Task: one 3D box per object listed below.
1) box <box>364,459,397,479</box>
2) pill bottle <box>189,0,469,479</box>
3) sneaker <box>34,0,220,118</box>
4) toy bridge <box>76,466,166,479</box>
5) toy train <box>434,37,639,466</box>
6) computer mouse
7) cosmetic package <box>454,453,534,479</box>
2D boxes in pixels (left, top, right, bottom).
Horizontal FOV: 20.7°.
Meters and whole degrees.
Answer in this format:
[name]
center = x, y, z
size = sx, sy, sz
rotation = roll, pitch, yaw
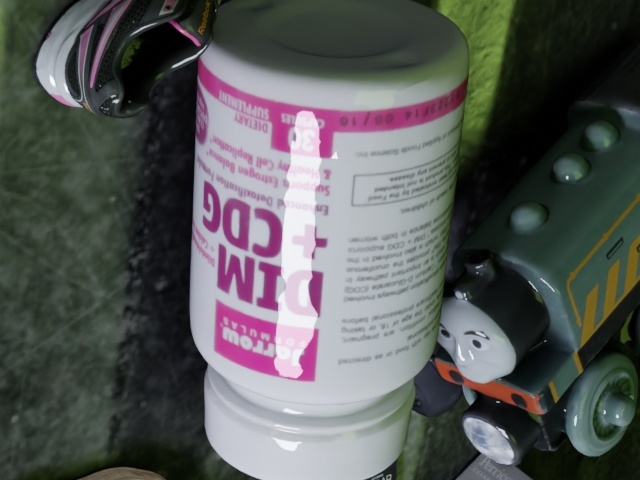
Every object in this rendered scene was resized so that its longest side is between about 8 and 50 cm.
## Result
[box]
center = 0.019, 0.189, 1.310
size = 0.083, 0.018, 0.067
rotation = -19, 126, -31
[pill bottle]
center = 0.000, 0.000, 1.081
size = 0.160, 0.160, 0.283
rotation = -16, 124, -33
[sneaker]
center = -0.080, -0.140, 0.992
size = 0.072, 0.077, 0.178
rotation = 31, 92, -47
[toy bridge]
center = -0.134, 0.184, 1.173
size = 0.188, 0.026, 0.063
rotation = 16, 101, -44
[toy train]
center = 0.202, 0.005, 1.260
size = 0.334, 0.142, 0.190
rotation = -44, 131, -25
[computer mouse]
center = 0.055, 0.048, 1.243
size = 0.071, 0.041, 0.242
rotation = -43, 134, -11
[cosmetic package]
center = 0.107, 0.293, 1.371
size = 0.238, 0.127, 0.107
rotation = -47, 136, -11
